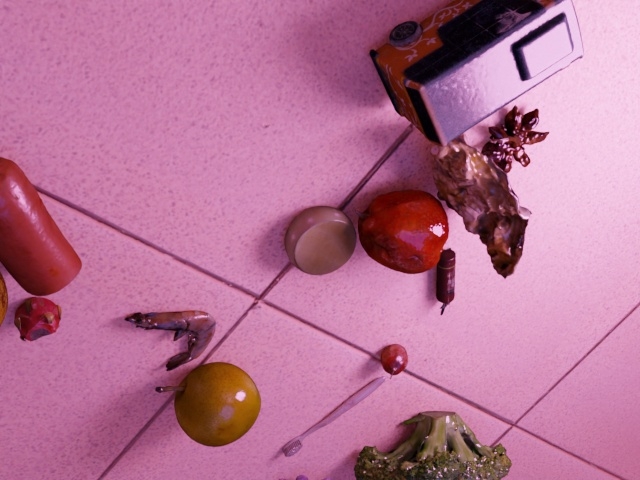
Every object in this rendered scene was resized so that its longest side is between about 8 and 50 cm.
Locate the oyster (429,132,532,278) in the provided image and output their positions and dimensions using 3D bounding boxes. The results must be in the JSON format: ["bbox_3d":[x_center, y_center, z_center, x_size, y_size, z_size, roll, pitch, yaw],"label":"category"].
[{"bbox_3d":[0.295,-0.090,1.584,0.114,0.238,0.351,-37,138,2],"label":"oyster"}]

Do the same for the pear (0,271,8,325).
[{"bbox_3d":[-0.593,0.085,1.315,0.197,0.197,0.197,-13,129,-17],"label":"pear"}]

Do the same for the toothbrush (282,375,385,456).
[{"bbox_3d":[0.034,0.422,1.982,0.307,0.029,0.025,-37,124,3],"label":"toothbrush"}]

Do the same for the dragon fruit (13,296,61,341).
[{"bbox_3d":[-0.509,0.138,1.483,0.083,0.056,0.060,-18,131,-11],"label":"dragon fruit"}]

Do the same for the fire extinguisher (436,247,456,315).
[{"bbox_3d":[0.280,0.090,1.845,0.064,0.043,0.158,-53,149,-43],"label":"fire extinguisher"}]

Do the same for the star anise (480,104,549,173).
[{"bbox_3d":[0.388,-0.200,1.673,0.167,0.057,0.168,-21,137,-21],"label":"star anise"}]

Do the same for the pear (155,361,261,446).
[{"bbox_3d":[-0.232,0.325,1.705,0.216,0.166,0.180,29,123,-17],"label":"pear"}]

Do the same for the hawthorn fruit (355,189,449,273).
[{"bbox_3d":[0.165,-0.021,1.640,0.179,0.173,0.174,-1,130,9],"label":"hawthorn fruit"}]

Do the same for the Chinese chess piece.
[{"bbox_3d":[0.000,0.000,1.630,0.144,0.058,0.144,-13,127,-17],"label":"Chinese chess piece"}]

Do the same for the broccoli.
[{"bbox_3d":[0.290,0.590,2.068,0.413,0.321,0.310,2,116,-8],"label":"broccoli"}]

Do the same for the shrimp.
[{"bbox_3d":[-0.306,0.199,1.648,0.195,0.035,0.148,6,124,-31],"label":"shrimp"}]

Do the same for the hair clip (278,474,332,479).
[{"bbox_3d":[-0.102,0.653,2.059,0.278,0.090,0.137,-28,131,-12],"label":"hair clip"}]

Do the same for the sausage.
[{"bbox_3d":[-0.491,-0.024,1.336,0.113,0.114,0.259,-26,132,-6],"label":"sausage"}]

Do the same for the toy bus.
[{"bbox_3d":[0.274,-0.326,1.427,0.323,0.194,0.162,-32,131,0],"label":"toy bus"}]

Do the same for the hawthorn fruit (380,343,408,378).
[{"bbox_3d":[0.170,0.285,1.899,0.066,0.103,0.067,1,120,1],"label":"hawthorn fruit"}]
